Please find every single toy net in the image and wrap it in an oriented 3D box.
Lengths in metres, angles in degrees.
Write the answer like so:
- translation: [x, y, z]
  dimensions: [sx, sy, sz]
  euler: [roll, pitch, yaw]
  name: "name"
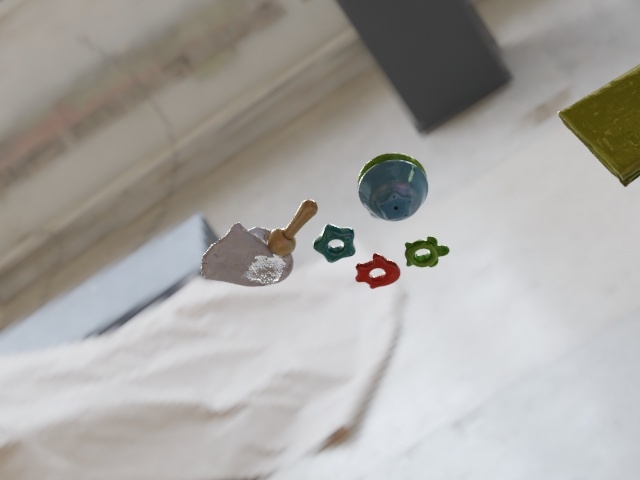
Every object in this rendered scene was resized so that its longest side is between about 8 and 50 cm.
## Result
- translation: [0.000, 0.000, 1.806]
  dimensions: [0.232, 0.122, 0.045]
  euler: [-16, 37, 8]
  name: "toy net"

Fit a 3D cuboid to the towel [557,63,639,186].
- translation: [0.298, -0.127, 1.384]
  dimensions: [0.237, 0.021, 0.102]
  euler: [-31, 38, -3]
  name: "towel"
